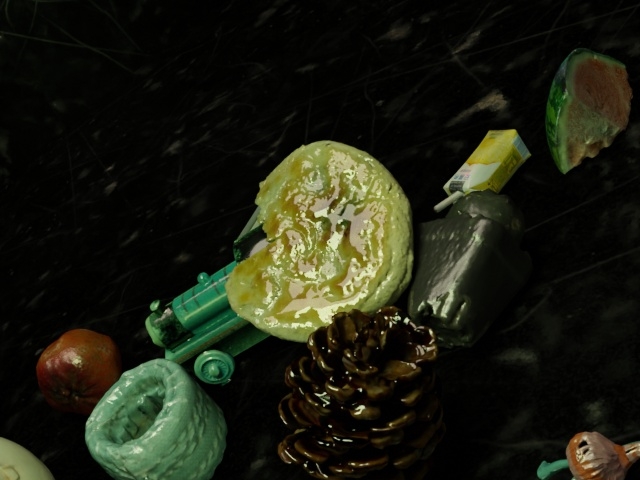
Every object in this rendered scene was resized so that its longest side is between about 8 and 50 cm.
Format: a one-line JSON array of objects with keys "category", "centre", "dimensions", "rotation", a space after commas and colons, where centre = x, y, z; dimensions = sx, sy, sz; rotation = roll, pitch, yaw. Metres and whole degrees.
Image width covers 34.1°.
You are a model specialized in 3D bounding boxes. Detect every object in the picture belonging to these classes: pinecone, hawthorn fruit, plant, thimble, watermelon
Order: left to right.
[{"category": "hawthorn fruit", "centre": [-0.445, 0.232, 1.947], "dimensions": [0.157, 0.157, 0.194], "rotation": [-31, 23, 9]}, {"category": "thimble", "centre": [-0.257, 0.308, 1.642], "dimensions": [0.198, 0.143, 0.235], "rotation": [-32, 28, 11]}, {"category": "pinecone", "centre": [0.052, 0.207, 1.340], "dimensions": [0.224, 0.272, 0.224], "rotation": [-3, 38, 2]}, {"category": "plant", "centre": [0.215, 0.033, 1.538], "dimensions": [0.164, 0.142, 0.256], "rotation": [-8, 43, 42]}, {"category": "watermelon", "centre": [0.417, -0.239, 1.711], "dimensions": [0.128, 0.146, 0.231], "rotation": [-14, 38, 35]}]

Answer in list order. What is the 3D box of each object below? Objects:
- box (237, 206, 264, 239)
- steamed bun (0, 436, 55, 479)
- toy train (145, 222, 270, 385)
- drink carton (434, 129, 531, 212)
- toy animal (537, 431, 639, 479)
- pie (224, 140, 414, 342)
[{"category": "box", "centre": [-0.030, -0.031, 1.952], "dimensions": [0.225, 0.086, 0.129], "rotation": [-10, 38, 40]}, {"category": "steamed bun", "centre": [-0.531, 0.447, 1.628], "dimensions": [0.309, 0.309, 0.309], "rotation": [-27, 30, 17]}, {"category": "toy train", "centre": [-0.148, 0.112, 1.758], "dimensions": [0.298, 0.194, 0.120], "rotation": [-32, 30, 10]}, {"category": "drink carton", "centre": [0.265, -0.097, 1.741], "dimensions": [0.200, 0.074, 0.084], "rotation": [-50, 31, -21]}, {"category": "toy animal", "centre": [0.341, 0.248, 1.159], "dimensions": [0.208, 0.100, 0.103], "rotation": [-26, -9, 24]}, {"category": "pie", "centre": [0.000, 0.000, 1.571], "dimensions": [0.338, 0.075, 0.337], "rotation": [-13, 62, 25]}]
